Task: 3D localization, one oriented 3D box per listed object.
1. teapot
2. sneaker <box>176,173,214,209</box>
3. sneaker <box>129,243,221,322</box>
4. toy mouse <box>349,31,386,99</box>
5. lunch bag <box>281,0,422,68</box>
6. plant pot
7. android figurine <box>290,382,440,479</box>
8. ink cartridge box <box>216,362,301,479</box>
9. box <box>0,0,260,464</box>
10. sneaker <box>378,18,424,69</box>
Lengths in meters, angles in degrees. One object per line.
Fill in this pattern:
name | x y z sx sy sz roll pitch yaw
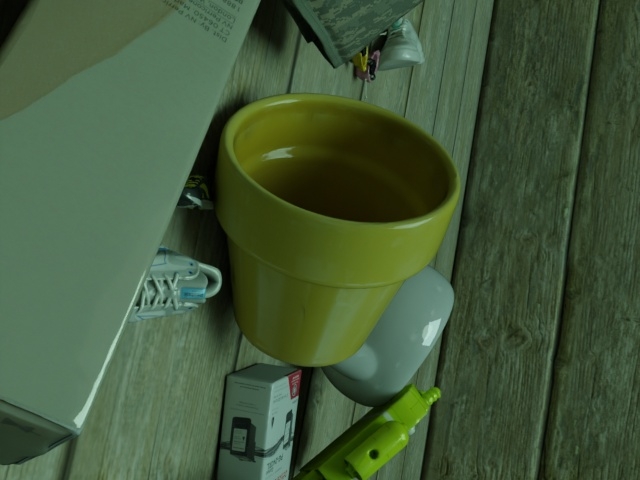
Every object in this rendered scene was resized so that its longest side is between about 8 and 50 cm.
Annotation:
teapot | 0.069 0.110 1.325 0.252 0.187 0.256 -56 -178 -14
sneaker | -0.128 -0.049 0.864 0.083 0.031 0.035 19 72 -81
sneaker | -0.144 0.037 0.751 0.191 0.083 0.071 -22 120 -69
toy mouse | 0.073 -0.312 1.393 0.143 0.031 0.161 -59 151 -52
lunch bag | 0.054 -0.328 0.950 0.235 0.169 0.287 -37 162 5
plant pot | 0.000 0.000 0.970 0.254 0.254 0.239 -60 168 -52
android figurine | 0.061 0.300 1.278 0.273 0.056 0.248 -35 173 -19
ink cartridge box | -0.076 0.237 1.083 0.109 0.063 0.150 -3 100 -73
box | -0.155 -0.040 0.518 0.148 0.121 0.311 -33 -146 52
sneaker | 0.136 -0.351 1.540 0.212 0.080 0.094 -49 131 -73
